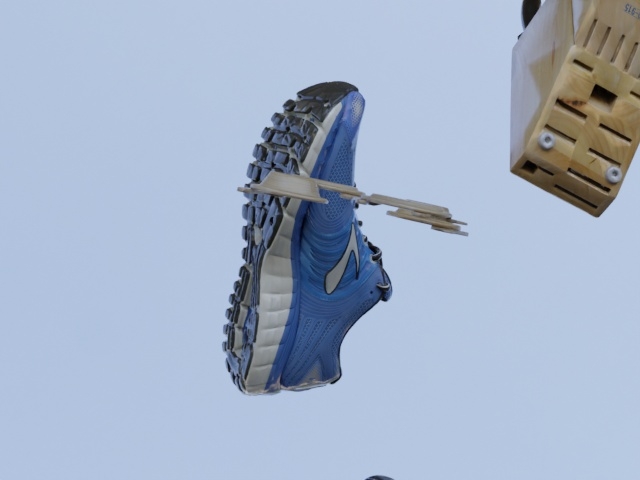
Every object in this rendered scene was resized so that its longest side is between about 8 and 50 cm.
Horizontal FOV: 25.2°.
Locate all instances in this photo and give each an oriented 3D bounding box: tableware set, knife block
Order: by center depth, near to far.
[{"bbox_3d":[0.029,-0.027,1.017,0.168,0.020,0.141,14,3,21],"label":"tableware set"},{"bbox_3d":[0.220,-0.152,1.263,0.088,0.276,0.242,26,-10,-10],"label":"knife block"}]

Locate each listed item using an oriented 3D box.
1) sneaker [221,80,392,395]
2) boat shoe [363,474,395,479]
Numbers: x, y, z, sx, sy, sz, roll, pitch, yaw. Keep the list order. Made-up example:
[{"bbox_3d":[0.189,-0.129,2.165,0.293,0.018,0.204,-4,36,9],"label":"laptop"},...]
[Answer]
[{"bbox_3d":[0.000,0.000,1.453,0.147,0.130,0.330,5,-73,-23],"label":"sneaker"},{"bbox_3d":[0.014,0.247,0.954,0.083,0.065,0.183,-7,-69,-44],"label":"boat shoe"}]
